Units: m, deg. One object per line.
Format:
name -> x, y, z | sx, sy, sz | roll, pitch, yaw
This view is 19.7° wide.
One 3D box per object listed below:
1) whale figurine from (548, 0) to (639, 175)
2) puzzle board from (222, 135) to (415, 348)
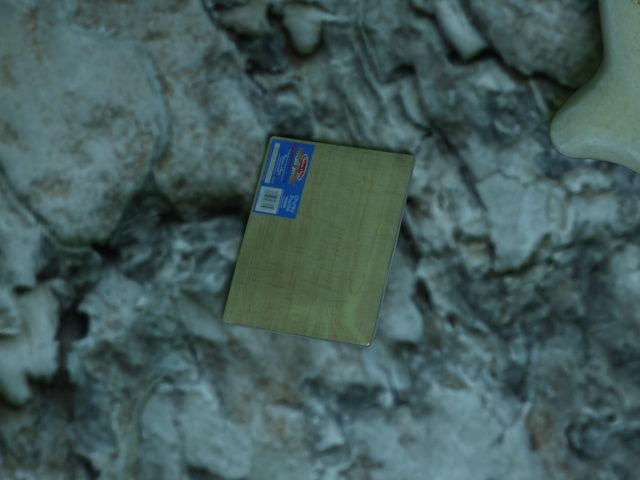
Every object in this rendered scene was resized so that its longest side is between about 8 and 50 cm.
whale figurine -> 0.236, -0.164, 1.117 | 0.216, 0.141, 0.272 | 22, 100, 19
puzzle board -> 0.000, 0.000, 1.151 | 0.096, 0.011, 0.128 | 9, 71, 16
